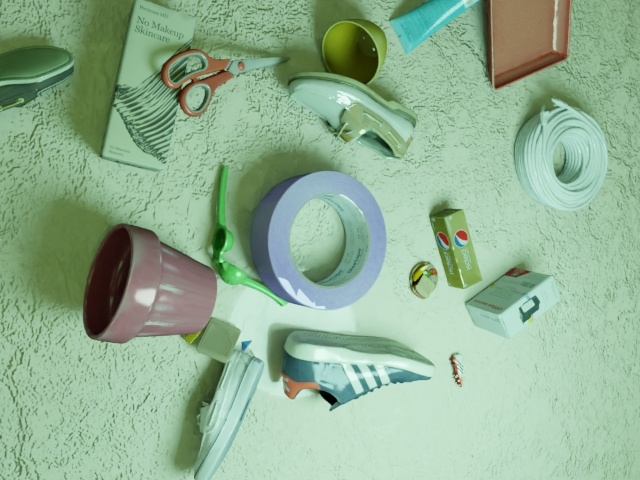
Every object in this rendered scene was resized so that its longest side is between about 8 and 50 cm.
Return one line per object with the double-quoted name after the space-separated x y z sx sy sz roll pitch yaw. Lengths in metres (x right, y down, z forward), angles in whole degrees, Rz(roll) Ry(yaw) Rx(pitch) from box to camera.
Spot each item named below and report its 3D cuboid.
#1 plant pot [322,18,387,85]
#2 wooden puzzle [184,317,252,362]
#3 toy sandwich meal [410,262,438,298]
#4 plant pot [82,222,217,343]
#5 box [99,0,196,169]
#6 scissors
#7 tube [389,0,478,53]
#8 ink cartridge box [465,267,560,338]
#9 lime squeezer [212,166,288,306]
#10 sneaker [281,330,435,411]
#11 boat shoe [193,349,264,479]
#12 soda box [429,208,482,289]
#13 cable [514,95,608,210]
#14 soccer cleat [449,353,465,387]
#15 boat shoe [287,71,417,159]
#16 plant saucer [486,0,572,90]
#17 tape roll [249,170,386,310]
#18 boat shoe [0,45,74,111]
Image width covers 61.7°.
0.084 -0.396 1.101 0.095 0.134 0.134 -45 111 -39 "plant pot"
-0.201 0.197 1.055 0.116 0.014 0.079 29 63 2 "wooden puzzle"
0.245 0.093 1.246 0.085 0.029 0.086 -2 95 -23 "toy sandwich meal"
-0.291 0.088 0.943 0.180 0.201 0.202 20 86 -38 "plant pot"
-0.308 -0.268 0.951 0.113 0.094 0.276 11 90 -24 "box"
-0.164 -0.328 0.988 0.297 0.021 0.109 -42 125 -33 "scissors"
0.258 -0.495 1.155 0.207 0.052 0.080 -28 103 19 "tube"
0.460 0.148 1.289 0.175 0.127 0.072 -32 108 -17 "ink cartridge box"
-0.163 0.015 1.054 0.109 0.058 0.311 -27 103 -19 "lime squeezer"
0.078 0.291 1.147 0.349 0.131 0.148 11 96 -18 "sneaker"
-0.198 0.343 1.055 0.084 0.095 0.258 23 76 8 "boat shoe"
0.317 0.020 1.254 0.058 0.061 0.182 -24 103 -20 "soda box"
0.605 -0.205 1.346 0.256 0.089 0.257 14 89 -24 "cable"
0.340 0.316 1.304 0.035 0.029 0.084 -17 95 -17 "soccer cleat"
0.068 -0.253 1.102 0.302 0.113 0.104 15 83 -24 "boat shoe"
0.482 -0.518 1.256 0.258 0.047 0.259 -26 125 -19 "plant saucer"
0.000 0.000 1.083 0.274 0.090 0.275 -1 92 -30 "tape roll"
-0.516 -0.255 0.881 0.227 0.069 0.081 -27 64 -23 "boat shoe"
